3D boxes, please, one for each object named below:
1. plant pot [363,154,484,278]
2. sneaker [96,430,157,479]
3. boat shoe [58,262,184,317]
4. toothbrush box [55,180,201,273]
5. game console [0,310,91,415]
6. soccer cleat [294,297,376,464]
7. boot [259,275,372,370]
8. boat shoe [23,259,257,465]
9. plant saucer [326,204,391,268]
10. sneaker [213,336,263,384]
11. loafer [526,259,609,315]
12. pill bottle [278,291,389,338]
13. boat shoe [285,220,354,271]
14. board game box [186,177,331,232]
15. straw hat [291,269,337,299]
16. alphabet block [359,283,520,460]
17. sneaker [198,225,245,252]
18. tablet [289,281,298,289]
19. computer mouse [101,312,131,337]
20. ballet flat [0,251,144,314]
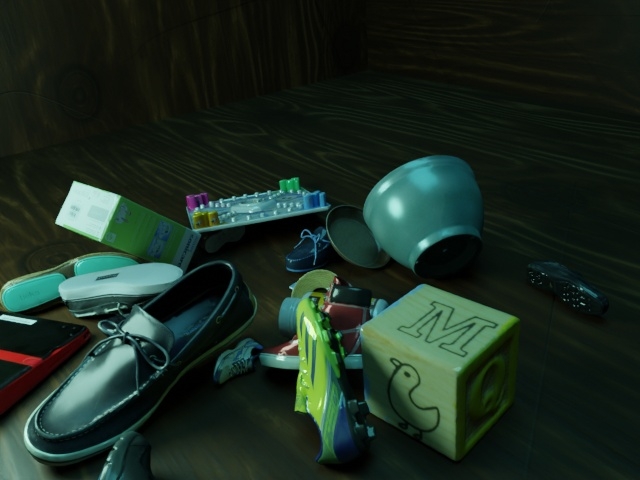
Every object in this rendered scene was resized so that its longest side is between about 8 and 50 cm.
[{"bbox_3d":[0.273,-0.032,1.487,0.293,0.293,0.196,-11,53,-12],"label":"plant pot"},{"bbox_3d":[-0.264,0.410,0.867,0.139,0.125,0.341,19,19,-15],"label":"sneaker"},{"bbox_3d":[-0.453,0.129,1.433,0.306,0.105,0.113,-9,24,7],"label":"boat shoe"},{"bbox_3d":[-0.484,-0.030,1.575,0.206,0.122,0.283,17,-7,36],"label":"toothbrush box"},{"bbox_3d":[-0.742,0.255,1.302,0.386,0.060,0.342,6,23,20],"label":"game console"},{"bbox_3d":[-0.005,0.232,1.041,0.121,0.093,0.289,-27,61,13],"label":"soccer cleat"},{"bbox_3d":[-0.009,0.161,1.177,0.244,0.176,0.088,-10,-18,30],"label":"boot"},{"bbox_3d":[-0.325,0.204,1.148,0.186,0.156,0.500,31,52,31],"label":"boat shoe"},{"bbox_3d":[0.094,-0.003,1.594,0.198,0.036,0.199,20,45,-21],"label":"plant saucer"},{"bbox_3d":[-0.161,0.240,1.226,0.058,0.052,0.135,17,35,24],"label":"sneaker"},{"bbox_3d":[0.552,0.095,1.365,0.078,0.076,0.223,-22,26,-15],"label":"loafer"},{"bbox_3d":[0.028,0.168,1.261,0.214,0.117,0.117,4,28,18],"label":"pill bottle"},{"bbox_3d":[0.000,0.000,1.635,0.109,0.089,0.258,16,33,36],"label":"boat shoe"},{"bbox_3d":[-0.205,-0.117,1.865,0.389,0.050,0.390,-11,16,-12],"label":"board game box"},{"bbox_3d":[0.009,0.140,1.375,0.144,0.145,0.061,8,-9,24],"label":"straw hat"},{"bbox_3d":[0.205,0.215,1.059,0.197,0.193,0.193,19,37,41],"label":"alphabet block"},{"bbox_3d":[-0.285,-0.019,1.760,0.064,0.061,0.158,10,29,40],"label":"sneaker"},{"bbox_3d":[-0.030,0.106,1.521,0.054,0.006,0.083,19,35,38],"label":"tablet"},{"bbox_3d":[-0.328,0.195,1.340,0.262,0.060,0.184,-13,21,-43],"label":"computer mouse"},{"bbox_3d":[-0.613,0.101,1.545,0.342,0.116,0.124,-18,10,-16],"label":"ballet flat"}]
